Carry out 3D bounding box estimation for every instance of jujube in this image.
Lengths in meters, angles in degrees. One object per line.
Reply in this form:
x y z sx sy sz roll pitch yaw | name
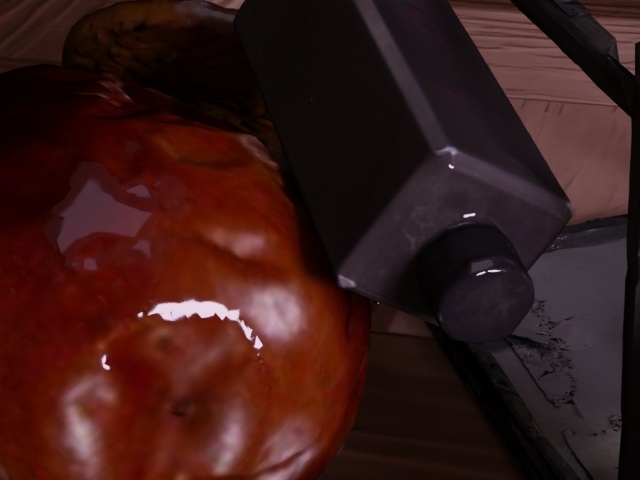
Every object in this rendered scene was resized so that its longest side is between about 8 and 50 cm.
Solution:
-0.107 0.019 0.845 0.223 0.223 0.318 -12 25 -16 | jujube

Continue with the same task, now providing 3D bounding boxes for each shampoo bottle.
0.034 -0.048 0.774 0.080 0.079 0.246 21 28 -31 | shampoo bottle

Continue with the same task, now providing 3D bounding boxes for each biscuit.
-0.052 -0.079 0.978 0.188 0.188 0.027 7 70 17 | biscuit

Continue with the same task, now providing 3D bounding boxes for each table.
0.184 -0.038 0.859 0.222 0.272 0.335 -8 29 -12 | table

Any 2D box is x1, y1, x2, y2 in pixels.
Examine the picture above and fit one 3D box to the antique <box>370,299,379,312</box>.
0.000 0.000 0.985 0.104 0.104 0.104 -2 28 1 | antique
